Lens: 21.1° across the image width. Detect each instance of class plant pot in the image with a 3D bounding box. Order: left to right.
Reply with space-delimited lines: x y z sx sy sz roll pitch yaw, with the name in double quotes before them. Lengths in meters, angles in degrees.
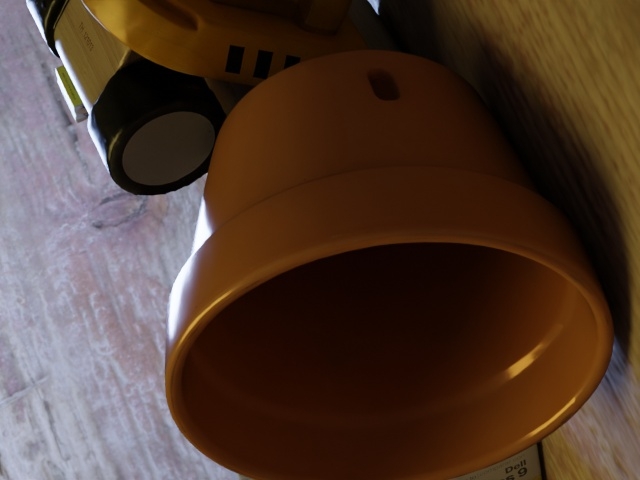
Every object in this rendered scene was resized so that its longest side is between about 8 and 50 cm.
"plant pot" 0.034 0.011 1.159 0.291 0.291 0.203 78 -177 -51

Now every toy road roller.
"toy road roller" -0.034 -0.172 1.271 0.240 0.329 0.202 -55 47 31

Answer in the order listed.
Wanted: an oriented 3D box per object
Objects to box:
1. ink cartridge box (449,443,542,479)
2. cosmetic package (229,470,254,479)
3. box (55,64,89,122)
"ink cartridge box" 0.113 0.220 1.519 0.093 0.154 0.212 -121 12 -46
"cosmetic package" -0.029 0.161 2.016 0.138 0.225 0.224 80 165 -47
"box" -0.205 -0.222 2.097 0.058 0.232 0.087 64 172 6
